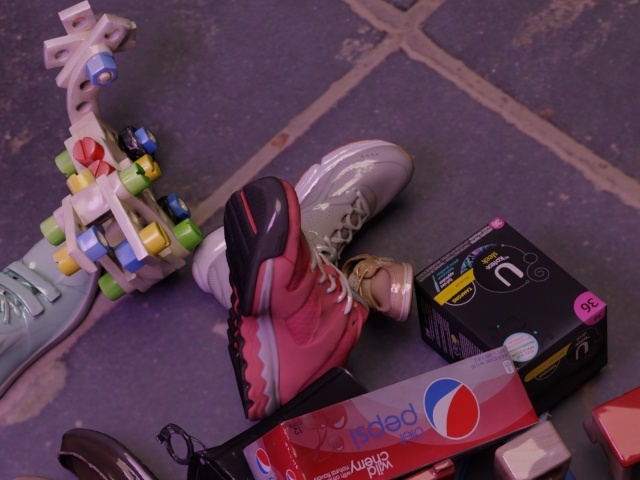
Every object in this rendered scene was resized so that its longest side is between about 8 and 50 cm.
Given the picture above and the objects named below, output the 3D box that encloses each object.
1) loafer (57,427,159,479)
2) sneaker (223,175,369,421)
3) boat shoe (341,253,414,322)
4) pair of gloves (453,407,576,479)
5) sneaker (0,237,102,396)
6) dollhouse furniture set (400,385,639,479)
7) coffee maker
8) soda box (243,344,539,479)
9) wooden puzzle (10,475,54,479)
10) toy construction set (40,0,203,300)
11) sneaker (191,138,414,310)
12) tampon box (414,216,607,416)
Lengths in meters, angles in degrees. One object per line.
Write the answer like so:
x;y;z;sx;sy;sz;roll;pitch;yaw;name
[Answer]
-0.186;0.266;1.777;0.220;0.080;0.078;34;68;24;loafer
-0.020;0.047;1.769;0.136;0.314;0.116;-9;49;-11;sneaker
0.056;0.047;1.842;0.059;0.170;0.063;6;93;-10;boat shoe
0.160;0.238;1.787;0.198;0.023;0.159;-2;60;7;pair of gloves
-0.324;0.056;1.884;0.094;0.151;0.256;25;63;23;sneaker
0.218;0.271;1.658;0.374;0.152;0.201;-25;69;-7;dollhouse furniture set
-0.030;0.201;1.741;0.178;0.120;0.171;-33;87;-32;coffee maker
0.068;0.180;1.674;0.263;0.092;0.083;-17;77;-31;soda box
-0.272;0.382;1.648;0.322;0.080;0.348;4;51;50;wooden puzzle
-0.227;-0.080;1.908;0.151;0.215;0.328;-22;61;18;toy construction set
0.000;0.000;1.898;0.262;0.099;0.121;-35;41;-5;sneaker
0.191;0.081;1.818;0.120;0.101;0.161;-35;52;-19;tampon box
